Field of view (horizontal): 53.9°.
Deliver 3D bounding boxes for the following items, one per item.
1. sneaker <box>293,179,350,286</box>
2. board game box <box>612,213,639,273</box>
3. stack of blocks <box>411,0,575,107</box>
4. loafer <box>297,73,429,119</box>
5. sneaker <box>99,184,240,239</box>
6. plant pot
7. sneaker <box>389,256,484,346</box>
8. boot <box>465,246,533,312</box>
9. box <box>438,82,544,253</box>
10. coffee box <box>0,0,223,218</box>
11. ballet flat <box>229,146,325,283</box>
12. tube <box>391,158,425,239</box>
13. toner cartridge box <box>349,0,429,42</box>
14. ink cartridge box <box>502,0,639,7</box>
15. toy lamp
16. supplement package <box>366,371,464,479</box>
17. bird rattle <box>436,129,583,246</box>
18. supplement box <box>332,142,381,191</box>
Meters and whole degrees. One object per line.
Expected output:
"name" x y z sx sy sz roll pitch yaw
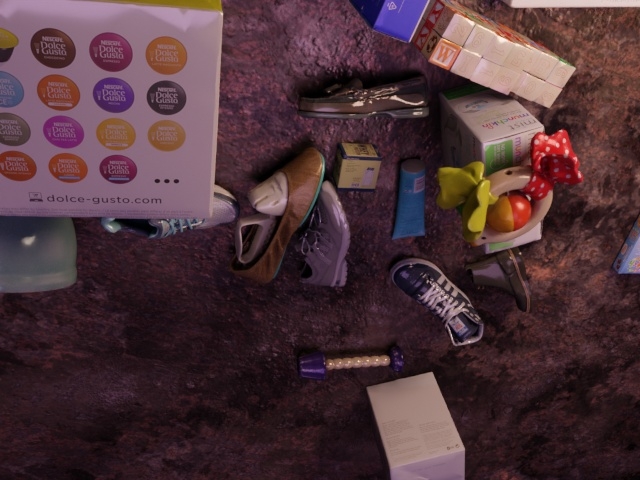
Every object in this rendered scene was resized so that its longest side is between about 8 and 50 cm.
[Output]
"sneaker" 0.000 0.000 1.371 0.115 0.105 0.281 -7 128 -8
"board game box" 0.863 -0.006 1.604 0.160 0.039 0.212 2 125 -14
"stack of blocks" 0.312 -0.343 1.148 0.297 0.171 0.087 16 121 -23
"loafer" 0.083 -0.278 1.209 0.267 0.096 0.084 -4 107 -18
"sneaker" -0.301 -0.045 1.258 0.282 0.122 0.110 0 126 -13
"plant pot" -0.579 -0.038 1.128 0.293 0.293 0.196 8 98 -18
"sneaker" 0.291 0.154 1.519 0.282 0.153 0.099 33 113 -31
"boot" 0.450 0.113 1.586 0.137 0.077 0.198 -20 115 8
"box" 0.341 -0.150 1.259 0.126 0.231 0.262 -15 128 -2
"coffee box" -0.332 -0.265 0.935 0.337 0.338 0.334 0 132 -14
"ballet flat" -0.107 -0.046 1.305 0.124 0.116 0.342 3 132 -33
"tube" 0.201 -0.082 1.396 0.080 0.052 0.207 -6 132 -3
"toner cartridge box" 0.163 -0.511 0.994 0.075 0.165 0.348 13 123 -21
"ink cartridge box" 0.476 -0.539 1.111 0.275 0.060 0.239 -4 125 -9
"toy lamp" 0.076 0.319 1.642 0.274 0.080 0.080 -4 127 -11
"supplement package" 0.257 0.541 1.728 0.199 0.263 0.198 -12 128 -3
"bird rattle" 0.335 -0.083 1.115 0.253 0.143 0.207 -23 139 -6
"supplement box" 0.075 -0.152 1.306 0.083 0.056 0.083 1 126 -13
